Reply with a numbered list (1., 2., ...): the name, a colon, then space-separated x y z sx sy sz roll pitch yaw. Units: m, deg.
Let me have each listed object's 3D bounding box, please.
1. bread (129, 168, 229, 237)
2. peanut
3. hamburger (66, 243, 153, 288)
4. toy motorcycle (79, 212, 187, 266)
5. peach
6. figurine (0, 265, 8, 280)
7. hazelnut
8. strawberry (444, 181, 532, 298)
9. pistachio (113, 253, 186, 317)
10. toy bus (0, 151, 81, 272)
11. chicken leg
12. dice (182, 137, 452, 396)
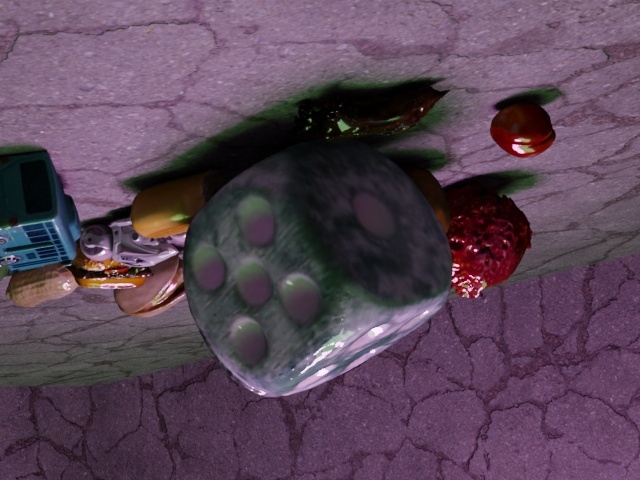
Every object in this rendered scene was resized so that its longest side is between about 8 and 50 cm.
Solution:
1. bread: -0.245 -0.064 1.756 0.173 0.085 0.134 -15 171 13
2. peanut: -0.591 0.087 2.147 0.214 0.090 0.098 -16 -165 31
3. hamburger: -0.430 0.040 2.030 0.166 0.087 0.137 -2 -165 -31
4. toy motorcycle: -0.338 -0.002 1.904 0.254 0.112 0.112 -13 167 17
5. peach: 0.333 -0.182 1.669 0.101 0.100 0.100 -9 167 -2
6. figurine: -0.704 0.046 1.845 0.234 0.127 0.185 -14 179 -32
7. hazelnut: 0.142 -0.059 1.904 0.210 0.210 0.186 -2 141 -29
8. strawberry: 0.318 -0.016 2.144 0.274 0.220 0.274 -6 -156 3
9. pistachio: -0.371 0.099 2.244 0.215 0.143 0.144 -25 161 34
10. toy bus: -0.467 -0.040 1.606 0.147 0.128 0.256 -9 165 -9
11. chicken leg: 0.073 -0.190 1.511 0.234 0.063 0.105 -8 172 -17
12. dice: -0.009 0.048 1.693 0.328 0.330 0.348 -13 156 -49
